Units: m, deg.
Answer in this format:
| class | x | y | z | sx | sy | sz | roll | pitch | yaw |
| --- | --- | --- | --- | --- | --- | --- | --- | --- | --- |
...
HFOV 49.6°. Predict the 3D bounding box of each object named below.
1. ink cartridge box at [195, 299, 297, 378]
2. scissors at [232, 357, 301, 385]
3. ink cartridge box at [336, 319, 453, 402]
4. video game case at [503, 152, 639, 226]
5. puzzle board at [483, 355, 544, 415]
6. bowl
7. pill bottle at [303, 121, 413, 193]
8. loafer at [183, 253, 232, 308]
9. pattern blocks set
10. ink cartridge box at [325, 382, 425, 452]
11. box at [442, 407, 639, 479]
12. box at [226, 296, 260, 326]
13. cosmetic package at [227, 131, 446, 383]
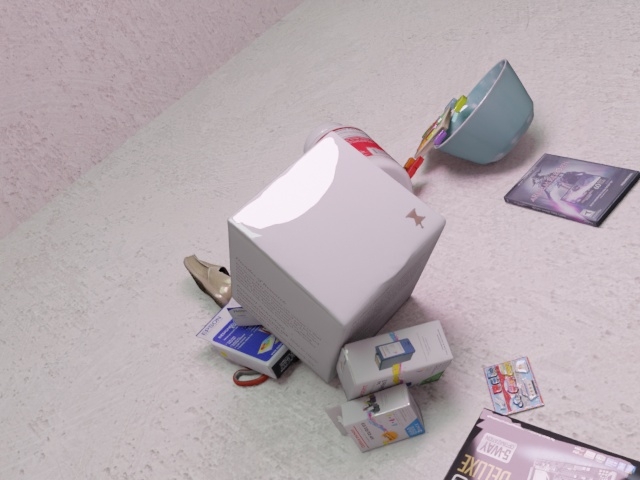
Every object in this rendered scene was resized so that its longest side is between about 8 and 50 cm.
| class | x | y | z | sx | sy | sz | roll | pitch | yaw |
| --- | --- | --- | --- | --- | --- | --- | --- | --- | --- |
| ink cartridge box | -0.127 | 0.203 | 1.824 | 0.307 | 0.072 | 0.303 | 10 | 47 | 46 |
| scissors | -0.083 | 0.310 | 1.716 | 0.297 | 0.021 | 0.109 | -8 | 37 | 25 |
| ink cartridge box | 0.149 | 0.256 | 1.438 | 0.212 | 0.154 | 0.093 | -11 | 63 | -11 |
| video game case | 0.637 | -0.136 | 1.770 | 0.196 | 0.026 | 0.274 | -43 | 38 | -20 |
| puzzle board | 0.391 | 0.296 | 1.411 | 0.096 | 0.011 | 0.128 | -20 | 37 | 13 |
| bowl | 0.478 | -0.335 | 1.945 | 0.312 | 0.163 | 0.311 | -52 | 4 | 6 |
| pill bottle | 0.091 | -0.203 | 2.052 | 0.229 | 0.229 | 0.408 | -31 | 35 | -3 |
| loafer | -0.317 | 0.113 | 2.058 | 0.092 | 0.102 | 0.268 | -38 | 45 | -15 |
| pattern blocks set | 0.336 | -0.317 | 2.064 | 0.285 | 0.026 | 0.325 | -51 | 5 | 21 |
| ink cartridge box | 0.112 | 0.372 | 1.426 | 0.181 | 0.104 | 0.062 | -21 | 36 | 12 |
| box | 0.367 | 0.447 | 1.181 | 0.307 | 0.077 | 0.242 | 12 | 52 | 43 |
| box | -0.153 | 0.149 | 1.790 | 0.126 | 0.072 | 0.137 | -7 | 36 | 27 |
| cosmetic package | 0.022 | 0.050 | 1.545 | 0.327 | 0.394 | 0.329 | 41 | 65 | 15 |
